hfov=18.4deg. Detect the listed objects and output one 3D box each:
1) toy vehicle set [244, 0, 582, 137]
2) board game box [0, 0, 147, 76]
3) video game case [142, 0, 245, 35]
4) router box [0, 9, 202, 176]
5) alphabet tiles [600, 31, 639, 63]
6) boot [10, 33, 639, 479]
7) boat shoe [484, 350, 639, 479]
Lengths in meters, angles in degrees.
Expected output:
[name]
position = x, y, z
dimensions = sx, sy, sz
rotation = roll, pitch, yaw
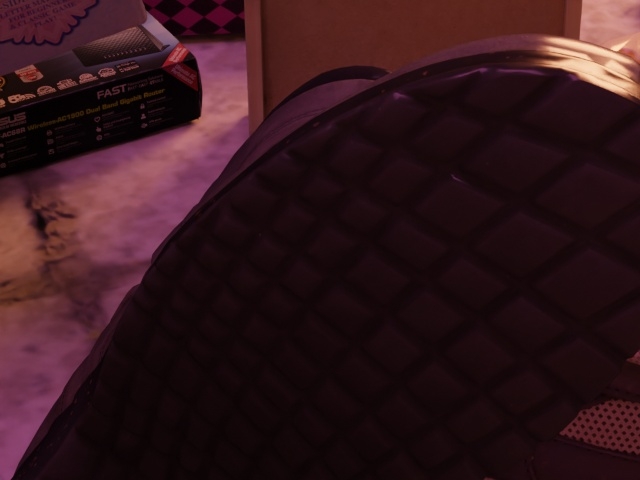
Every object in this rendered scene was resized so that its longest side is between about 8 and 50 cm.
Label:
[toy vehicle set]
position = 0.045, -0.170, 0.938
dimensions = 0.166, 0.267, 0.035
rotation = -1, 34, -1
[board game box]
position = -0.268, -0.151, 0.858
dimensions = 0.318, 0.066, 0.319
rotation = -22, 46, -4
[video game case]
position = -0.016, -0.187, 1.165
dimensions = 0.232, 0.042, 0.210
rotation = -3, 34, -3
[router box]
position = -0.135, -0.083, 1.018
dimensions = 0.122, 0.038, 0.092
rotation = -18, 37, -23
[alphabet tiles]
position = 0.302, -0.098, 1.041
dimensions = 0.278, 0.021, 0.284
rotation = -16, 37, -19
[boot]
position = 0.000, 0.000, 0.663
dimensions = 0.118, 0.338, 0.223
rotation = 41, 38, -13
[boat shoe]
position = 0.199, 0.040, 0.740
dimensions = 0.355, 0.130, 0.132
rotation = -5, 34, -5
